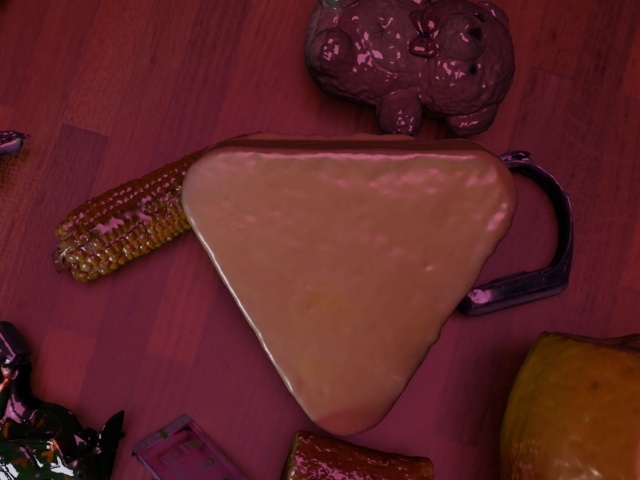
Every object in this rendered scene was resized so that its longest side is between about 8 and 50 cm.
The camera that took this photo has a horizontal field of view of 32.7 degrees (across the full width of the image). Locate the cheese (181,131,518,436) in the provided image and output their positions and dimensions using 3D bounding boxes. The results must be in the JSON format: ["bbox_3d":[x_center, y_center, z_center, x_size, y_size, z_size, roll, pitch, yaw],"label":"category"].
[{"bbox_3d":[0.001,-0.001,1.274,0.384,0.104,0.384,0,103,0],"label":"cheese"}]

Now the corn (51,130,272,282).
[{"bbox_3d":[-0.186,-0.047,1.348,0.320,0.097,0.097,-27,85,-10],"label":"corn"}]

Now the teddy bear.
[{"bbox_3d":[0.112,-0.234,1.364,0.267,0.151,0.236,11,75,2],"label":"teddy bear"}]

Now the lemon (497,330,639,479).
[{"bbox_3d":[0.360,0.275,1.219,0.364,0.364,0.364,1,82,-4],"label":"lemon"}]

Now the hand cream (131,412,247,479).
[{"bbox_3d":[-0.109,0.311,1.267,0.275,0.079,0.050,39,116,30],"label":"hand cream"}]

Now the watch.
[{"bbox_3d":[0.218,-0.009,1.384,0.206,0.068,0.193,-14,80,-9],"label":"watch"}]

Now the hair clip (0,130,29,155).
[{"bbox_3d":[-0.496,-0.084,1.323,0.292,0.106,0.084,-13,96,-9],"label":"hair clip"}]

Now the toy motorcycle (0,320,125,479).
[{"bbox_3d":[-0.340,0.211,1.289,0.187,0.125,0.274,-35,86,2],"label":"toy motorcycle"}]

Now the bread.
[{"bbox_3d":[0.038,0.297,1.293,0.172,0.132,0.103,16,38,-3],"label":"bread"}]
